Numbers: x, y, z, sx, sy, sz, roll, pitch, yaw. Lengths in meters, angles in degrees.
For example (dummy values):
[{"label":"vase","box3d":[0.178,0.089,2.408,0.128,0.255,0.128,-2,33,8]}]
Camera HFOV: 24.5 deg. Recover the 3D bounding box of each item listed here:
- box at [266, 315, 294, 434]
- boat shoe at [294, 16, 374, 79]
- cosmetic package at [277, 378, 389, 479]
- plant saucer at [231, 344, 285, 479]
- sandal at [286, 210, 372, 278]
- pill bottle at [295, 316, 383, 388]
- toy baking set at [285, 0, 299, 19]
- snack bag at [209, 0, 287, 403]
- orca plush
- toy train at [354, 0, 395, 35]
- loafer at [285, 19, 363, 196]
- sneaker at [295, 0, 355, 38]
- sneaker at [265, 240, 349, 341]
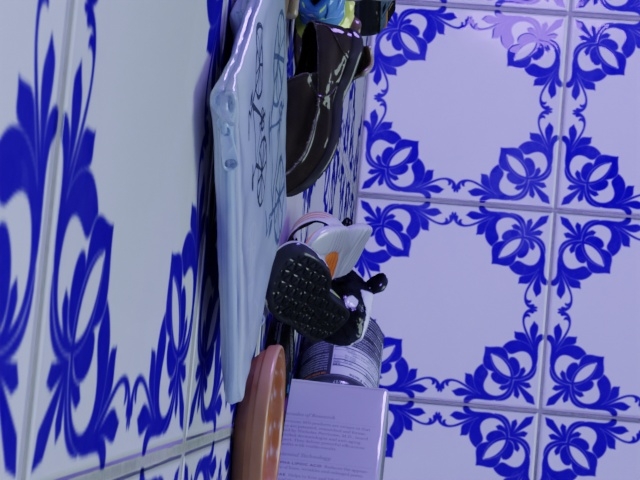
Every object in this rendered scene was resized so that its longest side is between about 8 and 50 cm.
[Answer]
[{"label":"box","box3d":[-0.053,0.168,1.811,0.162,0.029,0.116,-84,176,-47]},{"label":"boat shoe","box3d":[0.021,-0.226,1.923,0.257,0.095,0.095,77,18,-77]},{"label":"cosmetic package","box3d":[0.006,0.302,1.930,0.184,0.151,0.151,-80,174,-47]},{"label":"plant saucer","box3d":[-0.067,0.211,1.595,0.200,0.037,0.200,5,90,-85]},{"label":"sandal","box3d":[-0.004,0.010,1.964,0.102,0.076,0.265,-64,167,10]},{"label":"pill bottle","box3d":[0.025,0.224,2.267,0.246,0.130,0.130,-79,172,-54]},{"label":"toy baking set","box3d":[-0.027,-0.358,1.542,0.197,0.030,0.256,83,13,-71]},{"label":"snack bag","box3d":[-0.065,-0.066,1.316,0.342,0.037,0.323,-80,173,-55]},{"label":"orca plush","box3d":[0.015,0.041,2.149,0.102,0.151,0.287,57,25,-25]},{"label":"toy train","box3d":[0.053,-0.429,1.935,0.190,0.142,0.334,-65,161,-53]},{"label":"loafer","box3d":[-0.021,-0.154,1.678,0.080,0.078,0.220,-15,-126,53]},{"label":"sneaker","box3d":[0.016,-0.354,1.737,0.126,0.091,0.240,61,33,-78]},{"label":"sneaker","box3d":[-0.037,0.047,1.733,0.097,0.084,0.235,53,-5,26]}]
